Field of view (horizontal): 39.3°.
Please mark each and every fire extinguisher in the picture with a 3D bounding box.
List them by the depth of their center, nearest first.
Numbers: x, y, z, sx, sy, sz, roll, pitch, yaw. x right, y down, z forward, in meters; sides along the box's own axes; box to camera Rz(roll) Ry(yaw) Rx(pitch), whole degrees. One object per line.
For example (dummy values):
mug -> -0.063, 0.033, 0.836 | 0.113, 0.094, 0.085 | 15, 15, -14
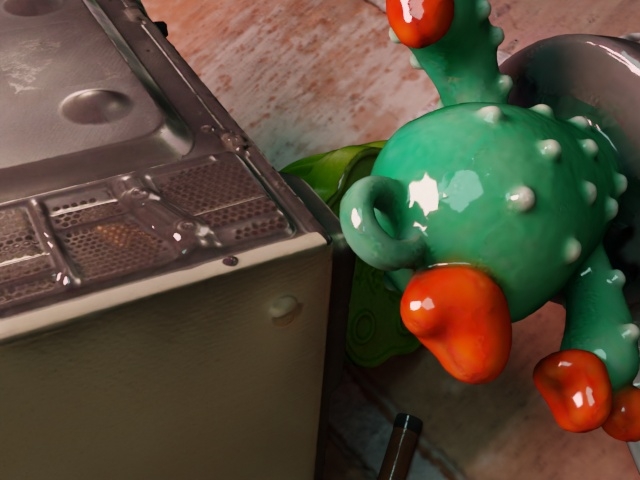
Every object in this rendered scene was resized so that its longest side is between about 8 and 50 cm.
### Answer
fire extinguisher -> 0.055, 0.175, 0.693 | 0.028, 0.022, 0.083 | 25, 68, -9

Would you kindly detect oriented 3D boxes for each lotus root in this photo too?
lotus root -> 0.000, 0.000, 0.746 | 0.186, 0.186, 0.186 | -9, 59, 15

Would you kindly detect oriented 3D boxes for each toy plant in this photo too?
toy plant -> 0.153, -0.048, 0.580 | 0.400, 0.279, 0.185 | -22, 19, -40

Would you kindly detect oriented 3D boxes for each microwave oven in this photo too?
microwave oven -> -0.171, 0.025, 0.639 | 0.247, 0.333, 0.394 | -15, 43, -24

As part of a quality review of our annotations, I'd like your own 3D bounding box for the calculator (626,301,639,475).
calculator -> 0.307, 0.120, 0.629 | 0.184, 0.042, 0.295 | -18, 54, 9
